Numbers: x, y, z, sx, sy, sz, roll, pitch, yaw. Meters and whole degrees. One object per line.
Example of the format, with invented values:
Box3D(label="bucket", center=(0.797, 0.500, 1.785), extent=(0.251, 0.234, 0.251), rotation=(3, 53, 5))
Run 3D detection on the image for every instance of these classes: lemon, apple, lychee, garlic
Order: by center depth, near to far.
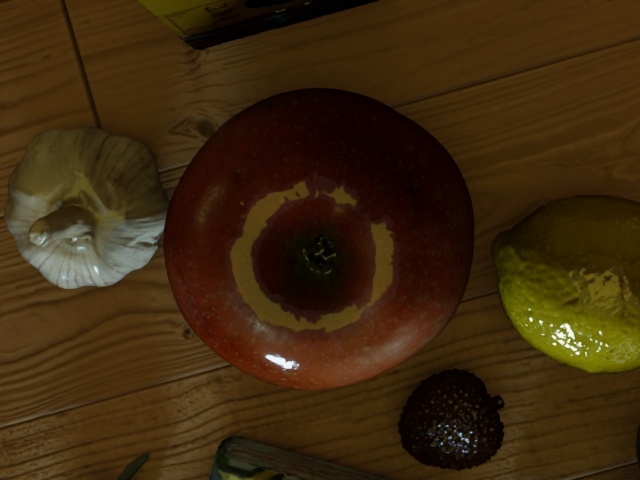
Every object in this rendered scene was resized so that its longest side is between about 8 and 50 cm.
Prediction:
Box3D(label="apple", center=(0.000, 0.000, 1.503), extent=(0.348, 0.277, 0.349), rotation=(0, 94, 2))
Box3D(label="garlic", center=(-0.281, -0.037, 1.533), extent=(0.199, 0.226, 0.199), rotation=(1, 97, 6))
Box3D(label="lemon", center=(0.319, 0.050, 1.544), extent=(0.260, 0.204, 0.204), rotation=(16, 95, 7))
Box3D(label="lychee", center=(0.156, 0.216, 1.597), extent=(0.123, 0.123, 0.129), rotation=(45, 105, -3))

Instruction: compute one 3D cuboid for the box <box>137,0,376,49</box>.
Box3D(label="box", center=(-0.054, -0.309, 1.413), extent=(0.264, 0.415, 0.116), rotation=(-16, 89, 3))

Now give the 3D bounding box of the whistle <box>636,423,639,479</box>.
Box3D(label="whistle", center=(0.410, 0.298, 1.578), extent=(0.404, 0.168, 0.188), rotation=(-30, 92, 7))

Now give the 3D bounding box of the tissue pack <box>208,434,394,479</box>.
Box3D(label="tissue pack", center=(0.000, 0.385, 1.607), extent=(0.310, 0.128, 0.228), rotation=(15, 96, 0))

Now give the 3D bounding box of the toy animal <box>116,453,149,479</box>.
Box3D(label="toy animal", center=(-0.289, 0.345, 1.646), extent=(0.075, 0.041, 0.217), rotation=(26, 95, -36))
